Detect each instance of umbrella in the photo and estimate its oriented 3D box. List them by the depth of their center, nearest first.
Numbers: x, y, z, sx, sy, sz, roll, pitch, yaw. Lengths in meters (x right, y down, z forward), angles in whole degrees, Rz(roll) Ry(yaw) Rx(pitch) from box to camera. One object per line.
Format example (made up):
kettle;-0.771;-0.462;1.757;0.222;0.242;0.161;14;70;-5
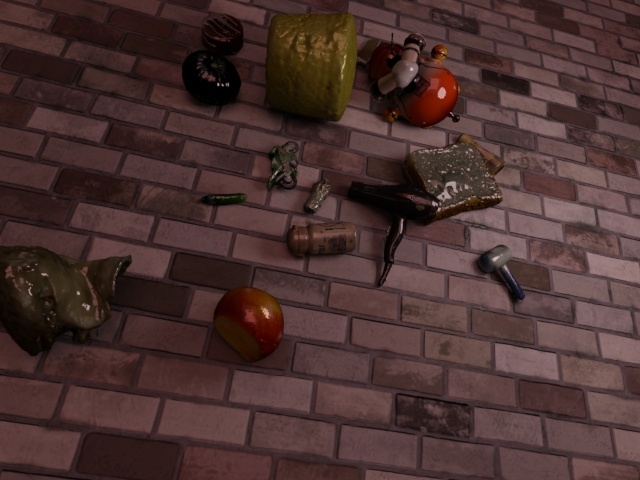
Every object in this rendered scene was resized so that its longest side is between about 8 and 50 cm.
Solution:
umbrella;-0.008;-0.151;1.362;0.067;0.062;0.143;11;62;26

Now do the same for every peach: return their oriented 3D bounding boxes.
peach;-0.191;0.223;1.092;0.191;0.190;0.192;8;67;-9

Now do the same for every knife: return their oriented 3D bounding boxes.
knife;0.161;-0.727;1.658;0.061;0.027;0.343;31;62;4

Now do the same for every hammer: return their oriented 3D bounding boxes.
hammer;0.623;0.114;1.379;0.116;0.069;0.193;-26;79;-22

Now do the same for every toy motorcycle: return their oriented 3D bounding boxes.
toy motorcycle;-0.126;-0.255;1.373;0.106;0.074;0.190;2;67;-1

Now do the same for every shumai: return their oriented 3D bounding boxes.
shumai;-0.646;0.108;1.031;0.288;0.330;0.291;-37;116;-42

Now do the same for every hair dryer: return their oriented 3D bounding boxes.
hair dryer;0.203;-0.027;1.331;0.304;0.120;0.359;14;78;13

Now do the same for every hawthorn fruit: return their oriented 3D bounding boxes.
hawthorn fruit;0.264;-0.691;1.576;0.157;0.193;0.157;5;34;-3

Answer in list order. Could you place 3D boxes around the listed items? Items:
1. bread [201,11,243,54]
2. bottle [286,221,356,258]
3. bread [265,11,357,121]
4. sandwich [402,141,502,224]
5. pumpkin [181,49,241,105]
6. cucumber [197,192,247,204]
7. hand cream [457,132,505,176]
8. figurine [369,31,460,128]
bread;-0.369;-0.777;1.540;0.161;0.073;0.160;4;67;-10
bottle;0.000;0.000;1.279;0.209;0.097;0.109;-4;111;-12
bread;-0.032;-0.599;1.396;0.308;0.348;0.347;10;66;-3
sandwich;0.467;-0.218;1.466;0.302;0.099;0.271;-14;75;-16
pumpkin;-0.375;-0.554;1.409;0.202;0.140;0.201;13;57;-21
cucumber;-0.309;-0.130;1.297;0.155;0.037;0.037;-5;68;-14
hand cream;0.600;-0.329;1.561;0.084;0.084;0.203;-33;70;-22
figurine;0.369;-0.549;1.500;0.323;0.320;0.196;25;25;-31
